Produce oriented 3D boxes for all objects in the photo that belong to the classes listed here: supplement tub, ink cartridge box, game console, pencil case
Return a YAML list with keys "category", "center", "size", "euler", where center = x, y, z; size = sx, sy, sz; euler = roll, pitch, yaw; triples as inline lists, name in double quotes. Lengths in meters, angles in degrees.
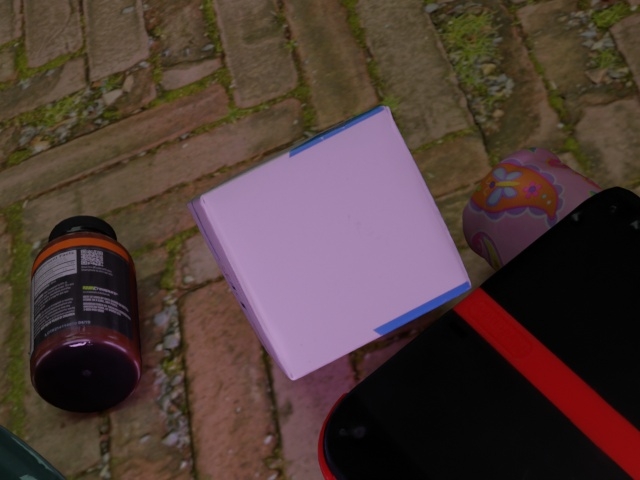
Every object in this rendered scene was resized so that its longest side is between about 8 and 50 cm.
- category: "supplement tub"
  center: [-0.228, 0.064, 1.460]
  size: [0.106, 0.106, 0.198]
  euler: [-18, 41, 6]
- category: "ink cartridge box"
  center: [0.000, 0.000, 1.301]
  size: [0.171, 0.168, 0.232]
  euler: [-27, 4, -6]
- category: "game console"
  center: [0.206, 0.157, 1.082]
  size: [0.342, 0.060, 0.386]
  euler: [-37, 44, -7]
- category: "pencil case"
  center: [0.245, 0.030, 1.277]
  size: [0.124, 0.124, 0.284]
  euler: [-36, 44, -13]

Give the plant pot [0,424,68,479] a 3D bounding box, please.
- category: "plant pot"
  center: [-0.350, 0.253, 1.218]
  size: [0.196, 0.293, 0.293]
  euler: [-56, 45, 4]
